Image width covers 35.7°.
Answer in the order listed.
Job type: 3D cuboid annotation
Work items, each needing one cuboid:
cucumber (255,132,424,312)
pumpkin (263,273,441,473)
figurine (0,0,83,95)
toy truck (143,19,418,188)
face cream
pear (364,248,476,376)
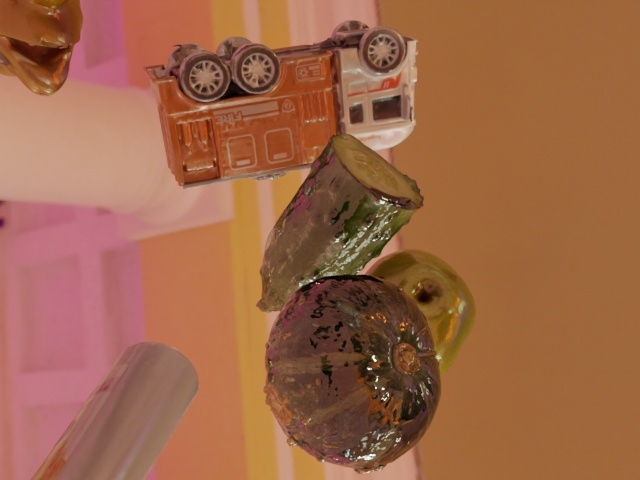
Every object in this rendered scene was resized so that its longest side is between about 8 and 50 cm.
[{"bbox_3d":[-0.001,0.001,1.150,0.244,0.134,0.134,-51,-122,25],"label":"cucumber"},{"bbox_3d":[0.032,0.125,0.965,0.146,0.190,0.190,-40,-117,39],"label":"pumpkin"},{"bbox_3d":[-0.171,-0.175,0.587,0.122,0.121,0.176,52,-48,22],"label":"figurine"},{"bbox_3d":[-0.050,-0.199,1.462,0.173,0.388,0.206,-133,-145,-69],"label":"toy truck"},{"bbox_3d":[-0.140,0.144,0.583,0.057,0.198,0.084,42,-51,-9],"label":"face cream"},{"bbox_3d":[0.117,0.112,1.329,0.166,0.216,0.180,13,-117,4],"label":"pear"}]
